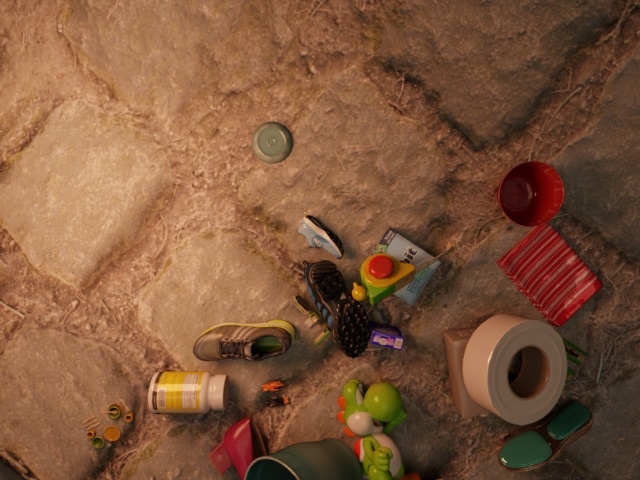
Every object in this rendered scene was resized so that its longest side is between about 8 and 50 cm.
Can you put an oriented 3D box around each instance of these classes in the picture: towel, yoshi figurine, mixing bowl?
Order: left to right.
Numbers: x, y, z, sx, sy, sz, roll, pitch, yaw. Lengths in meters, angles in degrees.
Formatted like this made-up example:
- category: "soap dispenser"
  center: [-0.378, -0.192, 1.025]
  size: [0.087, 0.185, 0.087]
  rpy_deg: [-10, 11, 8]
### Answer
- category: "yoshi figurine"
  center: [0.191, 0.566, 1.281]
  size: [0.202, 0.203, 0.363]
  rpy_deg: [-20, 83, -20]
- category: "mixing bowl"
  center: [0.578, -0.130, 1.267]
  size: [0.181, 0.098, 0.182]
  rpy_deg: [0, 94, -1]
- category: "towel"
  center: [0.686, 0.101, 1.326]
  size: [0.199, 0.031, 0.275]
  rpy_deg: [-43, 94, 2]

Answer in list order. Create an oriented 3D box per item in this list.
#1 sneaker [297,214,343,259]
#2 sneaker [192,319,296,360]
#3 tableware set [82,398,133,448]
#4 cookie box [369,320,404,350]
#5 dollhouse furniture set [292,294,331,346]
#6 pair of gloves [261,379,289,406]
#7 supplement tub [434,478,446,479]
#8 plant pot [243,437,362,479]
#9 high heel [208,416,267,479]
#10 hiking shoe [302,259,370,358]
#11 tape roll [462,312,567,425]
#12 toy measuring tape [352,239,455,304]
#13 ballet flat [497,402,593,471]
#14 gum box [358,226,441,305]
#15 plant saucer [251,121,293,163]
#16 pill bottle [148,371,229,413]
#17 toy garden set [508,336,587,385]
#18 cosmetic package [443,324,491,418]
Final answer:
- category: "sneaker"
  center: [0.000, 0.000, 1.296]
  size: [0.162, 0.063, 0.073]
  rpy_deg: [42, 111, 0]
- category: "sneaker"
  center: [-0.222, 0.294, 1.278]
  size: [0.299, 0.121, 0.111]
  rpy_deg: [-10, 95, 0]
- category: "tableware set"
  center: [-0.636, 0.557, 1.342]
  size: [0.154, 0.024, 0.104]
  rpy_deg: [-30, 95, 1]
- category: "cookie box"
  center: [0.186, 0.274, 1.292]
  size: [0.091, 0.107, 0.040]
  rpy_deg: [13, 96, -2]
- category: "dollhouse furniture set"
  center: [-0.042, 0.231, 1.299]
  size: [0.058, 0.076, 0.151]
  rpy_deg: [-45, 95, 2]
- category: "pair of gloves"
  center: [-0.136, 0.464, 1.351]
  size: [0.074, 0.010, 0.083]
  rpy_deg: [-11, 98, -2]
- category: "supplement tub"
  center: [0.262, 0.864, 1.281]
  size: [0.331, 0.241, 0.241]
  rpy_deg: [-22, 95, 1]
- category: "plant pot"
  center: [-0.028, 0.681, 1.228]
  size: [0.271, 0.255, 0.272]
  rpy_deg: [3, 95, 39]
- category: "high heel"
  center: [-0.150, 0.704, 1.309]
  size: [0.377, 0.127, 0.181]
  rpy_deg: [44, 104, -1]
- category: "hiking shoe"
  center: [0.048, 0.189, 1.277]
  size: [0.113, 0.132, 0.304]
  rpy_deg: [-25, 100, -17]
- category: "tape roll"
  center: [0.536, 0.347, 1.224]
  size: [0.286, 0.100, 0.287]
  rpy_deg: [-1, 92, -20]
- category: "toy measuring tape"
  center: [0.219, 0.063, 1.245]
  size: [0.330, 0.121, 0.122]
  rpy_deg: [-30, 95, -14]
- category: "ballet flat"
  center: [0.684, 0.610, 1.340]
  size: [0.315, 0.108, 0.106]
  rpy_deg: [-31, 129, 2]
- category: "gum box"
  center: [0.232, 0.076, 1.308]
  size: [0.184, 0.041, 0.157]
  rpy_deg: [32, 94, -4]
- category: "plant saucer"
  center: [-0.139, -0.281, 1.276]
  size: [0.119, 0.021, 0.120]
  rpy_deg: [0, 95, -2]
- category: "pill bottle"
  center: [-0.376, 0.440, 1.290]
  size: [0.208, 0.119, 0.119]
  rpy_deg: [1, 95, -1]
- category: "toy garden set"
  center: [0.659, 0.393, 1.342]
  size: [0.203, 0.049, 0.244]
  rpy_deg: [33, 94, -4]
- category: "cosmetic package"
  center: [0.449, 0.385, 1.312]
  size: [0.127, 0.107, 0.238]
  rpy_deg: [-8, 98, -2]
